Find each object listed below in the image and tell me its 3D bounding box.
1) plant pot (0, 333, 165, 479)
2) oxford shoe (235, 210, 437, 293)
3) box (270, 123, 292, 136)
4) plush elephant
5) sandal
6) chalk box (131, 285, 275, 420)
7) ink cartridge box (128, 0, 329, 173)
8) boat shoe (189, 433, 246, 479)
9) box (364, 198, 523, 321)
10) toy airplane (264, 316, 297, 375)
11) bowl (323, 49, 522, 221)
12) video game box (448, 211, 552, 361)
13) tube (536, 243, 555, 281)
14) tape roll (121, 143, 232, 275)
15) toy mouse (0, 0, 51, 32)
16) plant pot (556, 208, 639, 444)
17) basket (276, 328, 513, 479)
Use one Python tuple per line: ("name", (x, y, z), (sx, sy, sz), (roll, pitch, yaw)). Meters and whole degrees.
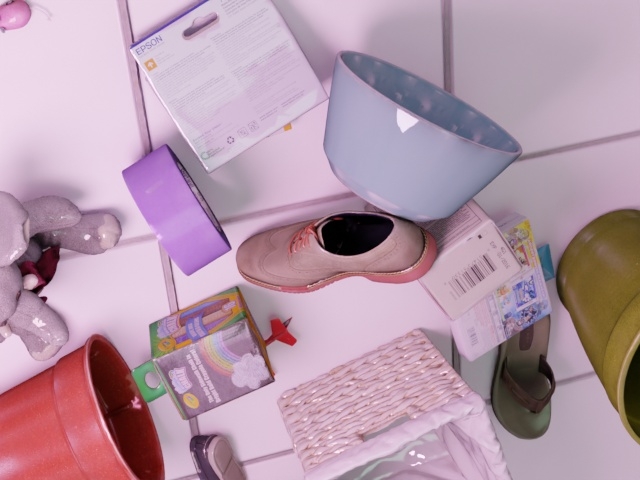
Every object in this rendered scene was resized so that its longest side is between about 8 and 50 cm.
("plant pot", (-0.424, 0.325, 1.825), (0.265, 0.272, 0.272), (-23, 122, 4))
("oxford shoe", (0.000, 0.000, 1.778), (0.348, 0.123, 0.130), (-8, 152, 30))
("box", (-0.119, -0.189, 1.778), (0.136, 0.028, 0.081), (-21, 121, -9))
("plush elephant", (-0.455, 0.062, 1.661), (0.330, 0.255, 0.272), (30, 104, -29))
("sandal", (0.386, 0.256, 2.153), (0.120, 0.086, 0.303), (-14, 120, -12))
("chalk box", (-0.200, 0.193, 1.880), (0.213, 0.132, 0.132), (-22, 114, 0))
("ink cartridge box", (-0.136, -0.250, 1.713), (0.223, 0.045, 0.224), (-32, 105, -2))
("boat shoe", (-0.185, 0.426, 2.076), (0.065, 0.075, 0.206), (7, 131, 26))
("box", (0.196, -0.006, 1.861), (0.148, 0.232, 0.127), (-37, 125, 4))
("toy airplane", (-0.105, 0.184, 1.981), (0.151, 0.028, 0.151), (-7, 118, -14))
("bowl", (0.127, -0.141, 1.723), (0.311, 0.311, 0.163), (20, 110, -27))
("video game box", (0.300, 0.081, 1.998), (0.187, 0.048, 0.205), (-28, 119, -14))
("tube", (0.329, 0.080, 2.068), (0.207, 0.052, 0.080), (-27, 132, -11))
("tape roll", (-0.215, -0.045, 1.726), (0.080, 0.189, 0.189), (-32, 122, 0))
("toy mouse", (-0.455, -0.329, 1.586), (0.143, 0.031, 0.161), (-45, 122, 8))
("plant pot", (0.590, 0.123, 1.995), (0.366, 0.353, 0.367), (-8, 119, -15))
("basket", (0.137, 0.394, 2.036), (0.328, 0.266, 0.331), (-25, 121, -5))
